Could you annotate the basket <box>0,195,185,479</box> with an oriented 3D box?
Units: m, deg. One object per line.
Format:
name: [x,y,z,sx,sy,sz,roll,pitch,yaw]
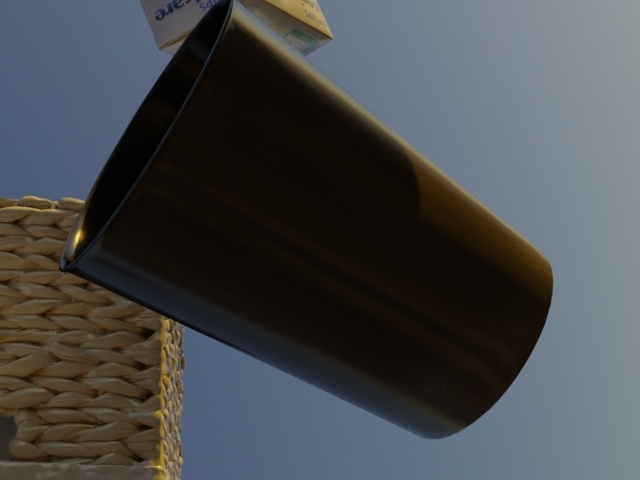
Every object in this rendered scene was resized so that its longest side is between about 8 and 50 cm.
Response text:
basket: [-0.278,0.144,1.025,0.331,0.328,0.266,98,174,-63]

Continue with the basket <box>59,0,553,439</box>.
basket: [0.000,0.000,0.629,0.227,0.154,0.204,33,-151,-15]

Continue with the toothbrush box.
toothbrush box: [-0.130,-0.344,1.301,0.216,0.126,0.295,11,-124,-66]
